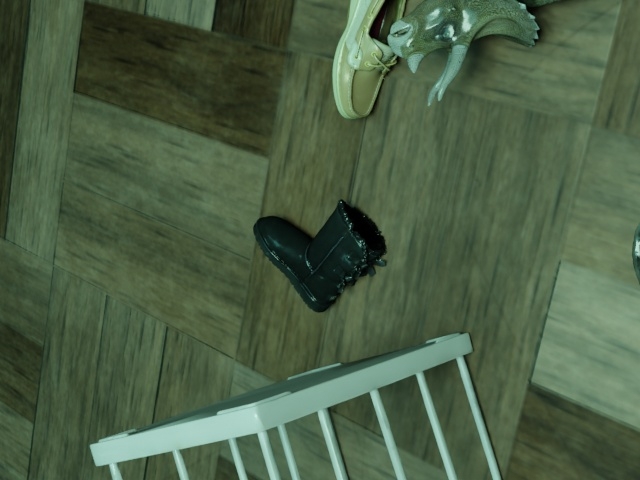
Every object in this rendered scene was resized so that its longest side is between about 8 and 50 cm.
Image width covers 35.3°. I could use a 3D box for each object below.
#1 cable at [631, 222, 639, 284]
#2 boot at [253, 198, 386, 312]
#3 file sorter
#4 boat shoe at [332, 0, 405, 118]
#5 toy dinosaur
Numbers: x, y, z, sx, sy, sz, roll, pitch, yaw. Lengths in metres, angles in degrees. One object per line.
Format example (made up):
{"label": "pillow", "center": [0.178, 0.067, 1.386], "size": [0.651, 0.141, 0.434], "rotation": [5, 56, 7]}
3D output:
{"label": "cable", "center": [0.279, 0.101, 0.669], "size": [0.139, 0.072, 0.287], "rotation": [130, 128, -59]}
{"label": "boot", "center": [-0.001, 0.000, 0.958], "size": [0.121, 0.045, 0.099], "rotation": [52, 126, 15]}
{"label": "file sorter", "center": [-0.003, 0.200, 0.829], "size": [0.193, 0.278, 0.173], "rotation": [-21, 83, 40]}
{"label": "boat shoe", "center": [0.046, -0.173, 0.898], "size": [0.045, 0.050, 0.135], "rotation": [21, 107, 43]}
{"label": "toy dinosaur", "center": [0.184, -0.244, 0.754], "size": [0.313, 0.121, 0.160], "rotation": [-27, 89, 34]}
